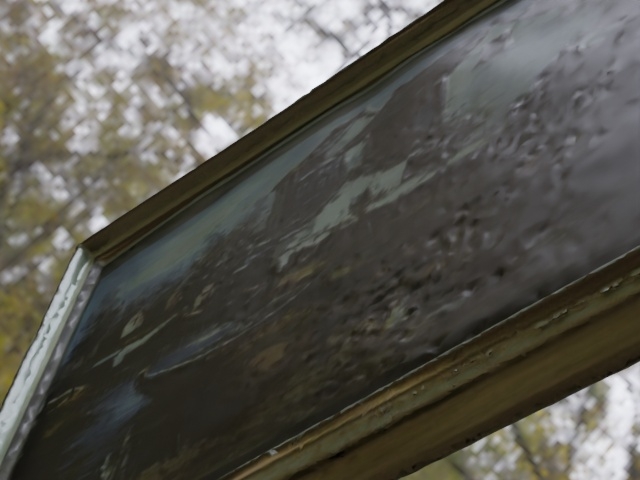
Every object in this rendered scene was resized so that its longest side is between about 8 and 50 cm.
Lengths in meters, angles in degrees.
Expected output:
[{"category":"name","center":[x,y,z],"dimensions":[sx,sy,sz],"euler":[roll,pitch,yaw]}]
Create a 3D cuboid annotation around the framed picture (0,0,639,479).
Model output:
[{"category":"framed picture","center":[0.000,0.000,0.484],"dimensions":[0.296,0.232,0.019],"euler":[-31,-66,27]}]
